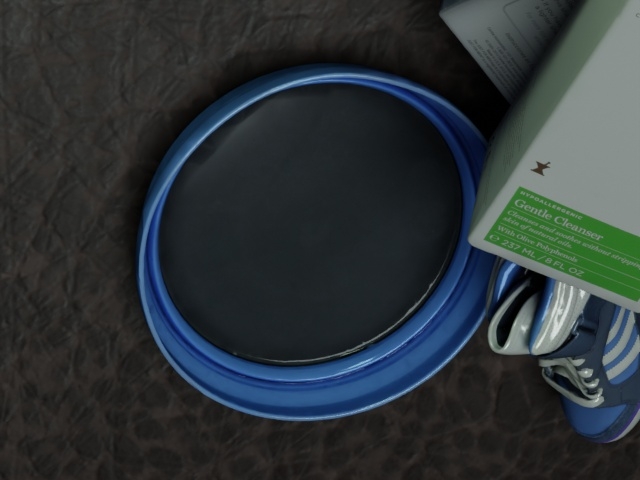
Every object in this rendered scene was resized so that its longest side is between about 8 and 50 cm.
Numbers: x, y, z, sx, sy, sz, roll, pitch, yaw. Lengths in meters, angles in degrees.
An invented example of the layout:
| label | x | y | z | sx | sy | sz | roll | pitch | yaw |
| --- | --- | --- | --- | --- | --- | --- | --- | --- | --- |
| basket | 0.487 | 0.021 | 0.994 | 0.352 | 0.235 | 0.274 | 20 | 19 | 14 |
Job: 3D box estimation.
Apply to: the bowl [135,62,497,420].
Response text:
| label | x | y | z | sx | sy | sz | roll | pitch | yaw |
| --- | --- | --- | --- | --- | --- | --- | --- | --- | --- |
| bowl | 0.000 | 0.000 | 1.724 | 0.391 | 0.077 | 0.391 | -7 | 118 | -14 |

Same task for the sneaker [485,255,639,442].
| label | x | y | z | sx | sy | sz | roll | pitch | yaw |
| --- | --- | --- | --- | --- | --- | --- | --- | --- | --- |
| sneaker | 0.244 | 0.102 | 1.767 | 0.236 | 0.130 | 0.323 | -21 | 128 | -38 |

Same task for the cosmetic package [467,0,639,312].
| label | x | y | z | sx | sy | sz | roll | pitch | yaw |
| --- | --- | --- | --- | --- | --- | --- | --- | --- | --- |
| cosmetic package | 0.295 | -0.121 | 1.517 | 0.197 | 0.155 | 0.365 | 21 | 140 | -5 |

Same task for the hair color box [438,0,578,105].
| label | x | y | z | sx | sy | sz | roll | pitch | yaw |
| --- | --- | --- | --- | --- | --- | --- | --- | --- | --- |
| hair color box | 0.318 | -0.250 | 1.570 | 0.374 | 0.113 | 0.185 | -20 | 128 | 33 |
